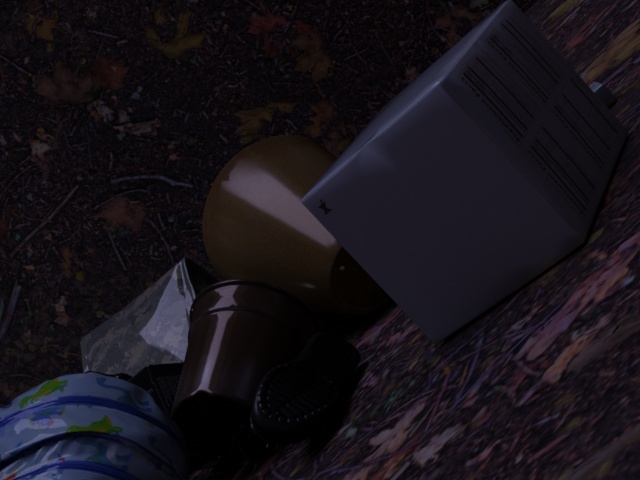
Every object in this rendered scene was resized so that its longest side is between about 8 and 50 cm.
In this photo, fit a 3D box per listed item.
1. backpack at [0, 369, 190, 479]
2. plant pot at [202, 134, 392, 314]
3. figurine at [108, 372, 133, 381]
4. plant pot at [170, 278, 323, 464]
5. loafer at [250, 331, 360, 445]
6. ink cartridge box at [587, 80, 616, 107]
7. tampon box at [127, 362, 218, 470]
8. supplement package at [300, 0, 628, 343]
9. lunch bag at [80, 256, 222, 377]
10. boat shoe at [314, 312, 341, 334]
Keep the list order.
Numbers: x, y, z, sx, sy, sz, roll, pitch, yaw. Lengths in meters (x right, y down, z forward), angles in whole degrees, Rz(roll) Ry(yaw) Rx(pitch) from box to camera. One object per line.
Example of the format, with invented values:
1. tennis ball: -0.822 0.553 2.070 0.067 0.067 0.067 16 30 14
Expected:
1. backpack: -0.298 0.308 1.314 0.355 0.290 0.273 -42 22 2
2. plant pot: 0.000 0.000 1.610 0.237 0.237 0.254 -45 32 -10
3. figurine: -0.275 0.309 1.539 0.092 0.214 0.209 -10 16 11
4. plant pot: -0.095 0.159 1.402 0.167 0.167 0.165 -40 22 38
5. loafer: -0.016 0.172 1.290 0.078 0.080 0.220 -66 -14 22
6. ink cartridge box: 0.332 -0.170 1.516 0.063 0.029 0.115 -43 6 10
7. tampon box: -0.172 0.222 1.496 0.120 0.101 0.161 -40 -26 32
8. supplement package: 0.153 -0.075 1.209 0.199 0.198 0.262 -39 7 34
9. lunch bag: -0.207 0.211 1.749 0.235 0.169 0.287 -37 42 19
10. boat shoe: -0.006 0.135 1.622 0.040 0.049 0.142 5 29 34
